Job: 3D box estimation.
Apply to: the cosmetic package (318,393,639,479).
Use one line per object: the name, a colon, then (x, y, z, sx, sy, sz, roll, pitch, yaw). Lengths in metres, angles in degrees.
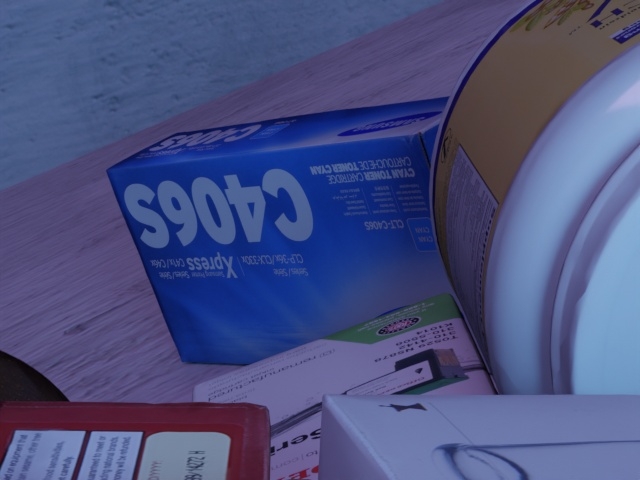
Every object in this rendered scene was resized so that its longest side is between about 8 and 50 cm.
cosmetic package: (0.172, 0.127, 0.426, 0.284, 0.097, 0.377, -1, 10, -12)

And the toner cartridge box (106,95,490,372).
toner cartridge box: (0.000, 0.000, 1.210, 0.075, 0.165, 0.348, -32, 18, -36)

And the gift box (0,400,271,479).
gift box: (-0.101, 0.200, 0.435, 0.276, 0.258, 0.255, 3, 17, 3)

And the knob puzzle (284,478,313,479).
knob puzzle: (-0.052, 0.081, 0.333, 0.213, 0.030, 0.213, 1, 17, 0)

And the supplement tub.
supplement tub: (0.181, 0.003, 0.783, 0.241, 0.241, 0.331, -20, 14, 2)

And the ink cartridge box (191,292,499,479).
ink cartridge box: (0.021, 0.119, 0.876, 0.160, 0.092, 0.219, -21, 13, 2)

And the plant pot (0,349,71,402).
plant pot: (-0.158, 0.182, 0.729, 0.215, 0.215, 0.230, -24, 29, -15)
